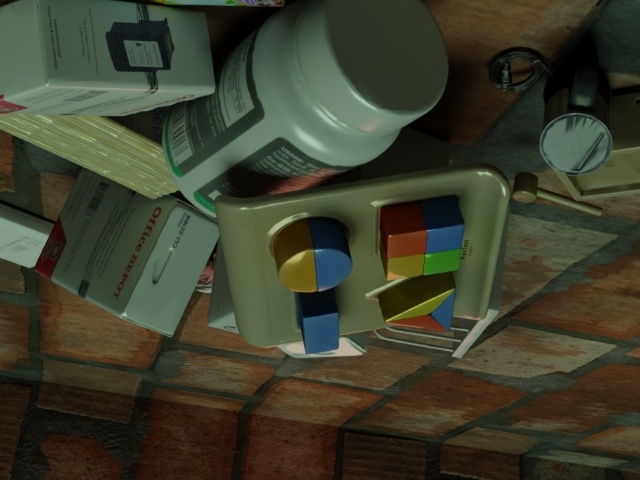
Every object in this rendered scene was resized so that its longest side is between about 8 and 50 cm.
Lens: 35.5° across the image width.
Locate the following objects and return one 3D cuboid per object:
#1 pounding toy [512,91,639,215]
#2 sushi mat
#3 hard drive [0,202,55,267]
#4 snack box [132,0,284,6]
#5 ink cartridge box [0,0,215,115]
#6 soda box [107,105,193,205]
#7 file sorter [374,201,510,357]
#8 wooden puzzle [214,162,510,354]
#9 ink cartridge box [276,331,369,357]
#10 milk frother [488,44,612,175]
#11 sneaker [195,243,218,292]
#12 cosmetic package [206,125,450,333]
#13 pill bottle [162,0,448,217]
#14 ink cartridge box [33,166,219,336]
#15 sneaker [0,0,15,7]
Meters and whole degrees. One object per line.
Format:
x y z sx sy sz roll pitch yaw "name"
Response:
0.362 -0.112 1.368 0.206 0.094 0.181 -7 154 30 "pounding toy"
-0.311 -0.133 1.356 0.317 0.019 0.151 26 153 -38 "sushi mat"
-0.643 -0.028 1.910 0.308 0.040 0.203 25 151 -38 "hard drive"
-0.136 -0.296 1.009 0.175 0.070 0.207 3 176 7 "snack box"
-0.262 -0.201 1.124 0.172 0.100 0.237 -6 -179 40 "ink cartridge box"
-0.217 -0.131 1.480 0.098 0.091 0.286 -14 150 43 "soda box"
0.199 0.060 1.710 0.173 0.192 0.277 10 158 -2 "file sorter"
0.055 0.045 1.271 0.348 0.080 0.322 -5 144 -2 "wooden puzzle"
0.008 0.094 1.800 0.159 0.217 0.092 -7 154 28 "ink cartridge box"
0.276 -0.163 1.212 0.143 0.134 0.129 -7 122 19 "milk frother"
-0.312 0.033 1.917 0.281 0.106 0.162 -6 152 3 "sneaker"
0.000 0.000 1.564 0.162 0.230 0.453 17 156 -27 "cosmetic package"
-0.027 -0.163 1.204 0.204 0.204 0.361 19 155 -29 "pill bottle"
-0.308 0.012 1.592 0.273 0.197 0.114 20 174 45 "ink cartridge box"
-0.367 -0.276 1.129 0.290 0.123 0.106 -1 155 14 "sneaker"
